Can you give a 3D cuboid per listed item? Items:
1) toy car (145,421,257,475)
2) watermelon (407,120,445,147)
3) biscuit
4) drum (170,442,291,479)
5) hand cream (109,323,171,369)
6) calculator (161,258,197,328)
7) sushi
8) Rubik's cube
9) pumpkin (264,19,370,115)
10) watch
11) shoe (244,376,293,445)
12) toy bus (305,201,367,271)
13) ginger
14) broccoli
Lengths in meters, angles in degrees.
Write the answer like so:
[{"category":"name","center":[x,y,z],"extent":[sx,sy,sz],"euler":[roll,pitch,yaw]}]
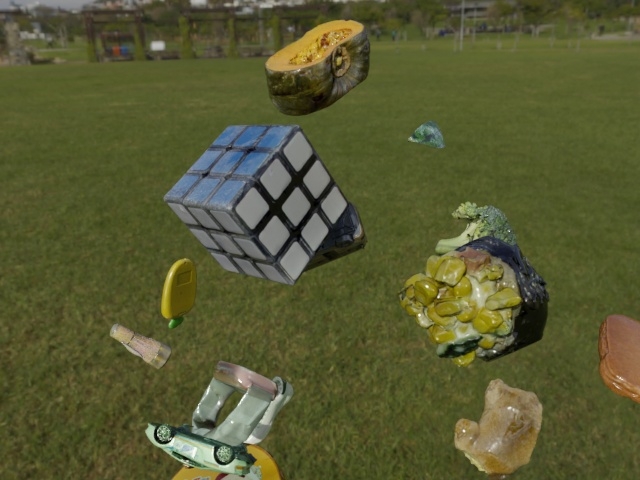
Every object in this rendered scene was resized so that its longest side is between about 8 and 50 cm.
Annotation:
[{"category":"toy car","center":[-0.194,0.334,0.953],"extent":[0.186,0.058,0.093],"euler":[14,-12,14]},{"category":"watermelon","center":[0.328,-0.315,1.853],"extent":[0.101,0.080,0.155],"euler":[56,27,17]},{"category":"biscuit","center":[0.501,0.189,0.878],"extent":[0.186,0.036,0.192],"euler":[30,34,9]},{"category":"drum","center":[-0.250,0.793,1.656],"extent":[0.431,0.214,0.431],"euler":[-17,35,12]},{"category":"hand cream","center":[-0.570,0.325,1.887],"extent":[0.203,0.084,0.084],"euler":[39,4,-24]},{"category":"calculator","center":[-0.448,0.171,1.909],"extent":[0.032,0.234,0.146],"euler":[16,18,26]},{"category":"sushi","center":[0.391,0.174,1.548],"extent":[0.328,0.328,0.285],"euler":[-34,-10,35]},{"category":"Rubik's cube","center":[-0.164,-0.099,1.575],"extent":[0.305,0.303,0.301],"euler":[9,55,46]},{"category":"pumpkin","center":[-0.016,-0.449,1.545],"extent":[0.222,0.139,0.317],"euler":[16,51,39]},{"category":"watch","center":[-0.263,0.483,1.705],"extent":[0.162,0.241,0.253],"euler":[35,-21,-27]},{"category":"shoe","center":[-0.200,0.587,2.079],"extent":[0.095,0.110,0.265],"euler":[22,60,29]},{"category":"toy bus","center":[0.000,0.000,1.816],"extent":[0.290,0.139,0.157],"euler":[-24,-24,14]},{"category":"ginger","center":[0.476,0.509,1.618],"extent":[0.221,0.275,0.130],"euler":[5,-22,10]},{"category":"broccoli","center":[0.468,0.017,1.823],"extent":[0.243,0.263,0.246],"euler":[-9,45,40]}]
